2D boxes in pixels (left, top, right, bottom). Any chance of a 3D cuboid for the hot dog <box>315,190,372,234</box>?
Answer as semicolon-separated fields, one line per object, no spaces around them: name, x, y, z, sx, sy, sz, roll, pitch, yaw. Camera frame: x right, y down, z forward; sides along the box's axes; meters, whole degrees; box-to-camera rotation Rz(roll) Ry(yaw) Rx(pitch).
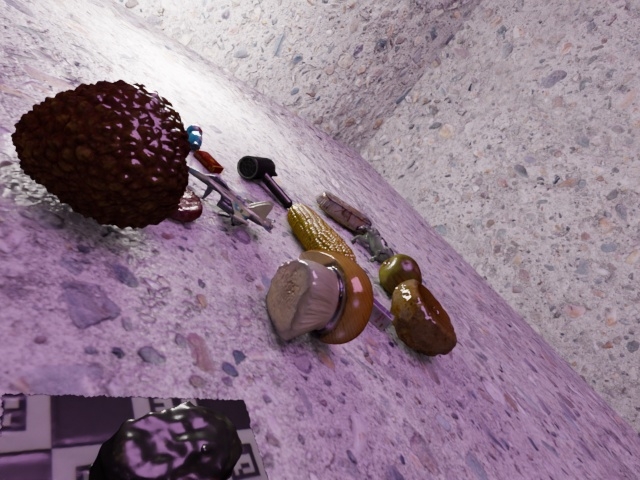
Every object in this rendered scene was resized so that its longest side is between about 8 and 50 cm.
hot dog;0.093;-0.110;1.644;0.268;0.075;0.144;31;17;-18

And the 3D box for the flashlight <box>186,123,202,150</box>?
flashlight;-0.386;-0.313;1.259;0.051;0.051;0.129;26;30;-35

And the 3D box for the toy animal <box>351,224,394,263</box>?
toy animal;0.225;0.041;1.545;0.255;0.090;0.170;48;24;4

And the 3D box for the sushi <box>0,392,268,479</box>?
sushi;-0.112;0.273;0.367;0.296;0.100;0.373;22;26;-42

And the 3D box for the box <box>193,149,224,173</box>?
box;-0.329;-0.232;1.209;0.082;0.023;0.051;44;20;13

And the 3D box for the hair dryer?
hair dryer;-0.150;-0.180;1.385;0.248;0.078;0.195;52;20;5

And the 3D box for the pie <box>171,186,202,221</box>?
pie;-0.325;-0.096;0.893;0.154;0.036;0.154;35;20;-14

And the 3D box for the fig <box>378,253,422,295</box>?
fig;0.284;0.131;1.350;0.186;0.142;0.148;26;47;-1

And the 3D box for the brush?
brush;-0.020;0.094;0.859;0.166;0.174;0.266;17;20;-29

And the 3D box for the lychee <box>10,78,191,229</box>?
lychee;-0.351;-0.144;0.675;0.271;0.271;0.271;35;20;-14

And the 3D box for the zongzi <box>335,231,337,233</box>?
zongzi;0.026;0.015;1.278;0.109;0.055;0.119;17;40;-43

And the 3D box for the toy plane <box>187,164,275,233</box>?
toy plane;-0.230;-0.099;1.025;0.262;0.088;0.192;26;16;-8

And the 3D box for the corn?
corn;0.000;0.000;1.179;0.106;0.106;0.305;19;25;-46

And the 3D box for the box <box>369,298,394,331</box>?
box;0.140;0.186;1.105;0.117;0.050;0.036;41;22;9

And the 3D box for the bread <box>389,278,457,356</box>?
bread;0.281;0.224;1.159;0.230;0.123;0.230;45;21;-22
